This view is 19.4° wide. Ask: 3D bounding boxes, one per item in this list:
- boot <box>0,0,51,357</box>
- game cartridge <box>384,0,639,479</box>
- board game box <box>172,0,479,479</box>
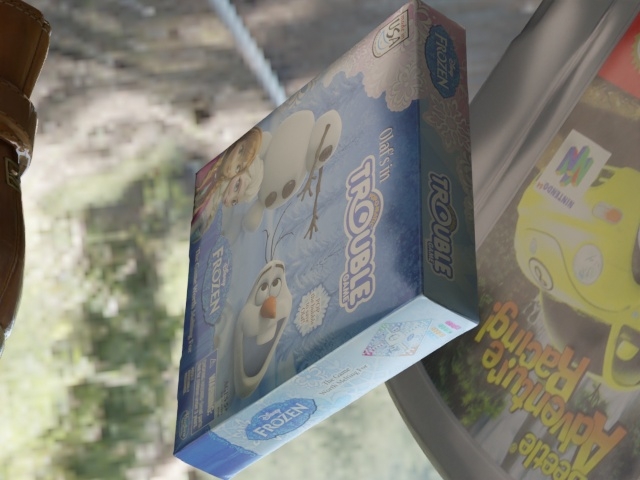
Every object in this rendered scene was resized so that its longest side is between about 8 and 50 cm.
[{"bbox_3d":[-0.243,0.003,0.752,0.283,0.220,0.109,-6,150,28],"label":"boot"},{"bbox_3d":[0.113,0.012,0.593,0.060,0.196,0.294,26,-172,-27],"label":"game cartridge"},{"bbox_3d":[0.000,0.000,0.454,0.020,0.090,0.090,29,134,-31],"label":"board game box"}]
